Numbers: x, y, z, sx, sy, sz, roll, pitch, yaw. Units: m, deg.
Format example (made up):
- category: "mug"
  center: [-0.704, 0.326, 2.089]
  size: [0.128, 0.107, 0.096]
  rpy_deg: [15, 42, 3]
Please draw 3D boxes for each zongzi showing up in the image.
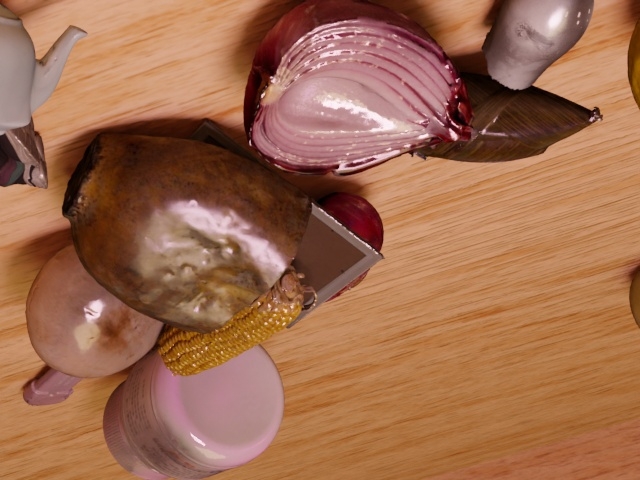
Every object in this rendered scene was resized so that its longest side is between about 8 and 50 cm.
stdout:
- category: "zongzi"
  center: [0.181, -0.149, 1.521]
  size: [0.220, 0.112, 0.242]
  rpy_deg: [2, -177, -25]

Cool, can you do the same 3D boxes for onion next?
- category: "onion"
  center: [0.008, 0.007, 1.801]
  size: [0.177, 0.154, 0.177]
  rpy_deg: [-18, -177, 1]
- category: "onion"
  center: [0.049, -0.176, 1.448]
  size: [0.283, 0.120, 0.227]
  rpy_deg: [14, 133, -26]

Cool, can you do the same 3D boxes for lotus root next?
- category: "lotus root"
  center: [-0.194, -0.013, 1.574]
  size: [0.260, 0.149, 0.267]
  rpy_deg: [32, 134, -28]

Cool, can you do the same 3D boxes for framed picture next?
- category: "framed picture"
  center: [-0.091, -0.016, 1.679]
  size: [0.293, 0.018, 0.231]
  rpy_deg: [38, 135, -14]

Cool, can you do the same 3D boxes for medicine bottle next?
- category: "medicine bottle"
  center: [-0.228, 0.292, 2.189]
  size: [0.241, 0.241, 0.302]
  rpy_deg: [3, 160, -33]

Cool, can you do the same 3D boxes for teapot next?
- category: "teapot"
  center: [-0.350, -0.190, 1.232]
  size: [0.231, 0.159, 0.159]
  rpy_deg: [13, 146, -27]

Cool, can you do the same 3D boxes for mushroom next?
- category: "mushroom"
  center: [-0.317, 0.084, 1.789]
  size: [0.226, 0.178, 0.226]
  rpy_deg: [-40, 149, -30]

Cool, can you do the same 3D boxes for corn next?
- category: "corn"
  center: [-0.124, 0.108, 1.735]
  size: [0.106, 0.106, 0.293]
  rpy_deg: [7, 154, -38]

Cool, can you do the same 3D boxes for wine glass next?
- category: "wine glass"
  center: [0.257, -0.262, 1.417]
  size: [0.103, 0.103, 0.222]
  rpy_deg: [-3, 152, -22]

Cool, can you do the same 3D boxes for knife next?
- category: "knife"
  center: [-0.413, 0.204, 2.150]
  size: [0.132, 0.038, 0.398]
  rpy_deg: [6, 151, -33]

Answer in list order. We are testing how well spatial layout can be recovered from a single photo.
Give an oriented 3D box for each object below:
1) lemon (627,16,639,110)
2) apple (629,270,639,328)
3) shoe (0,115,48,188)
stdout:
- category: "lemon"
  center: [0.494, -0.210, 1.483]
  size: [0.267, 0.267, 0.267]
  rpy_deg: [-11, 156, -5]
- category: "apple"
  center: [0.676, 0.116, 2.367]
  size: [0.200, 0.200, 0.200]
  rpy_deg: [-11, 156, -5]
- category: "shoe"
  center: [-0.375, -0.104, 1.470]
  size: [0.099, 0.071, 0.169]
  rpy_deg: [-9, 159, -3]
